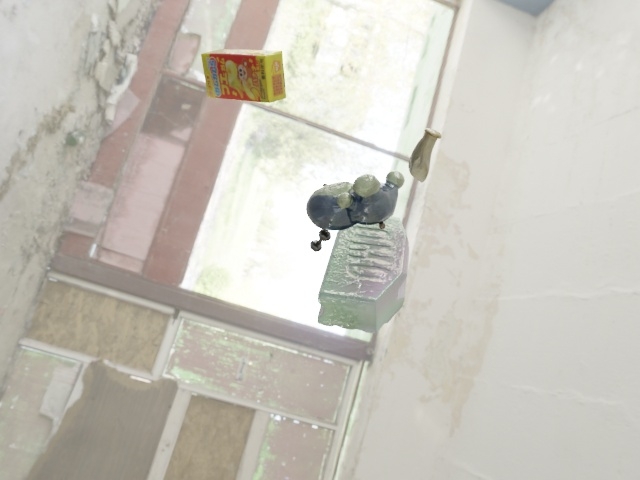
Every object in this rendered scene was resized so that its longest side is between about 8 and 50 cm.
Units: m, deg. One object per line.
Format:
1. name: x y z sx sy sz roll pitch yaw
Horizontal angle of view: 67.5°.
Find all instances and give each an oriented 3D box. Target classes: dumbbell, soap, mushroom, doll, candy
1. dumbbell: 0.000 0.000 1.413 0.083 0.040 0.036 -50 -175 46
2. soap: 0.158 0.094 1.588 0.446 0.261 0.156 -70 162 -51
3. mushroom: 0.477 -0.401 2.234 0.108 0.096 0.247 34 -70 50
4. doll: 0.083 -0.107 1.301 0.228 0.258 0.154 -22 109 -50
5. candy: -0.241 -0.517 1.500 0.088 0.276 0.146 -36 133 -44
